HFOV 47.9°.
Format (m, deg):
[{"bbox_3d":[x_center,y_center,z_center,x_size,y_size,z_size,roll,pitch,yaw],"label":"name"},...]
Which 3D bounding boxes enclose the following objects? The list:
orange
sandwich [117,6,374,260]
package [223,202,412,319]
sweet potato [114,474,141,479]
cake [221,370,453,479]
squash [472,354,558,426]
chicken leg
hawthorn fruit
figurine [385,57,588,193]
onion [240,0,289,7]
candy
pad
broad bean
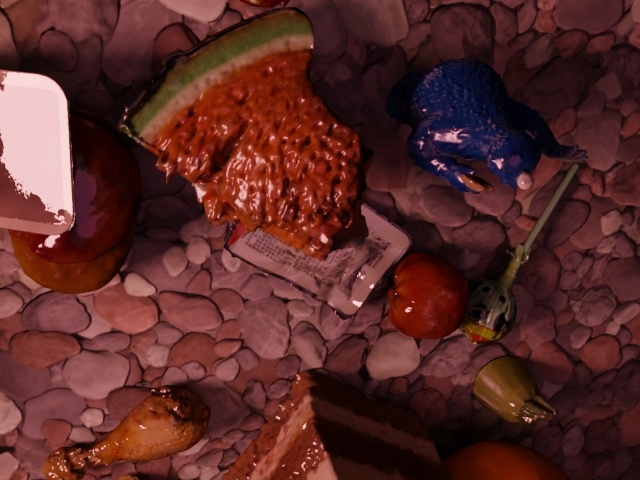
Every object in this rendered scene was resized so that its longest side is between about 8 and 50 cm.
[{"bbox_3d":[0.287,0.479,1.152,0.312,0.312,0.312,-6,116,-12],"label":"orange"},{"bbox_3d":[-0.055,-0.105,0.851,0.250,0.162,0.301,-39,83,-4],"label":"sandwich"},{"bbox_3d":[0.000,0.000,0.994,0.232,0.040,0.166,31,101,-18],"label":"package"},{"bbox_3d":[-0.272,0.400,1.104,0.049,0.049,0.117,-30,125,0],"label":"sweet potato"},{"bbox_3d":[0.031,0.387,1.047,0.282,0.290,0.256,25,105,-21],"label":"cake"},{"bbox_3d":[0.318,0.261,1.148,0.105,0.132,0.105,-6,115,-14],"label":"squash"},{"bbox_3d":[-0.276,0.288,1.029,0.251,0.087,0.107,-24,127,3],"label":"chicken leg"},{"bbox_3d":[0.156,0.080,1.017,0.125,0.140,0.125,-22,116,-55],"label":"hawthorn fruit"},{"bbox_3d":[0.179,-0.144,0.852,0.164,0.262,0.121,-24,127,-20],"label":"figurine"},{"bbox_3d":[-0.067,-0.317,0.777,0.118,0.118,0.117,22,79,-23],"label":"onion"},{"bbox_3d":[0.298,0.018,1.067,0.091,0.083,0.305,17,104,-53],"label":"candy"},{"bbox_3d":[-0.390,-0.101,0.781,0.266,0.002,0.176,8,110,11],"label":"pad"},{"bbox_3d":[-0.291,-0.039,0.845,0.156,0.122,0.229,10,108,-21],"label":"broad bean"}]
